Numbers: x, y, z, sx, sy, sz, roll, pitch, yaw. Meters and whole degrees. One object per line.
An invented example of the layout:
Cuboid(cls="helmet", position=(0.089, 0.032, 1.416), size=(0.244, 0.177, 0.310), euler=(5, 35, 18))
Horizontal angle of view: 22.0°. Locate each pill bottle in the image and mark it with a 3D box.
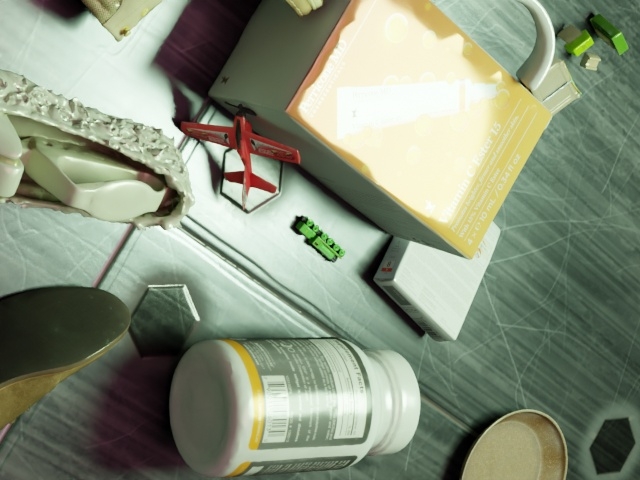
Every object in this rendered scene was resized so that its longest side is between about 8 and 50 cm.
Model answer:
Cuboid(cls="pill bottle", position=(-0.028, 0.197, 1.967), size=(0.278, 0.162, 0.162), euler=(2, 100, -37))

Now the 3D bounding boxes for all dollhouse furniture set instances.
Cuboid(cls="dollhouse furniture set", position=(0.333, -0.239, 2.204), size=(0.151, 0.058, 0.076), euler=(-38, 130, 0))

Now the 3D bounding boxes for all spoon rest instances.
Cuboid(cls="spoon rest", position=(0.176, -0.291, 1.894), size=(0.276, 0.137, 0.084), euler=(39, 99, -27))

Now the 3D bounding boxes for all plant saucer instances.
Cuboid(cls="plant saucer", position=(0.260, 0.326, 2.285), size=(0.198, 0.036, 0.199), euler=(-9, 106, -34))

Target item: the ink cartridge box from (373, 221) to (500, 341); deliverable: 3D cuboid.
Cuboid(cls="ink cartridge box", position=(0.153, 0.019, 2.141), size=(0.145, 0.045, 0.179), euler=(44, 57, -34))

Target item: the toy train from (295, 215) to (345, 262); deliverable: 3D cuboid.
Cuboid(cls="toy train", position=(0.000, 0.000, 2.027), size=(0.024, 0.017, 0.083), euler=(-50, 125, -4))

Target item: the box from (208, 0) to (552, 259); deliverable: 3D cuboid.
Cuboid(cls="box", position=(0.076, -0.162, 1.946), size=(0.345, 0.168, 0.215), euler=(36, 80, -36))

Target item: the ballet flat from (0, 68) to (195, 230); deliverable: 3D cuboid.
Cuboid(cls="ballet flat", position=(-0.297, -0.089, 1.700), size=(0.409, 0.147, 0.147), euler=(10, 95, -38))

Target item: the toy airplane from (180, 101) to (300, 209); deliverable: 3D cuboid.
Cuboid(cls="toy airplane", position=(-0.085, -0.098, 1.883), size=(0.151, 0.151, 0.028), euler=(61, 40, -30))

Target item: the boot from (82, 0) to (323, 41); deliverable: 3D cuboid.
Cuboid(cls="boot", position=(-0.143, -0.283, 1.768), size=(0.203, 0.095, 0.262), euler=(-47, 119, 5))

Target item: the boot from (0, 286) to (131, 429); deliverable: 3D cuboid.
Cuboid(cls="boot", position=(-0.342, 0.148, 1.788), size=(0.305, 0.112, 0.115), euler=(-28, 147, -32))
